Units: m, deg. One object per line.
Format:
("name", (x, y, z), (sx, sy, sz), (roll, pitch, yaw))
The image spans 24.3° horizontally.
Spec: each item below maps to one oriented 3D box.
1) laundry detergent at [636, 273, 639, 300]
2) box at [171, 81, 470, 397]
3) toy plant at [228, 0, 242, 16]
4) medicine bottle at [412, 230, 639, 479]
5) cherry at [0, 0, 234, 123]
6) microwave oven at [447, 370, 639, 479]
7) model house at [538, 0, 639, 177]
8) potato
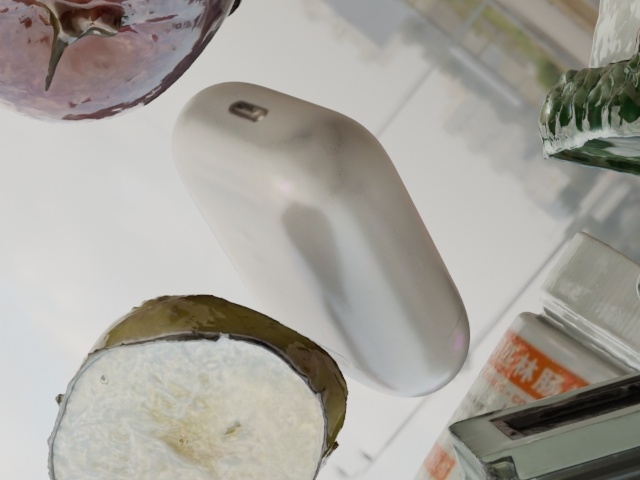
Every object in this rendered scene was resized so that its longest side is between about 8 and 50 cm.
("laundry detergent", (0.351, 0.037, 1.095), (0.215, 0.280, 0.105), (25, 133, 44))
("box", (0.001, -0.001, 1.519), (0.288, 0.141, 0.349), (23, 150, 48))
("toy plant", (-0.137, -0.310, 1.327), (0.218, 0.175, 0.235), (0, -109, -29))
("medicine bottle", (0.285, 0.193, 1.740), (0.211, 0.371, 0.211), (32, -176, -2))
("cherry", (-0.150, -0.217, 0.923), (0.221, 0.261, 0.307), (13, -127, -3))
("microwave oven", (0.185, 0.137, 0.722), (0.122, 0.208, 0.162), (-177, 72, -88))
("model house", (0.286, -0.169, 0.884), (0.271, 0.301, 0.190), (8, 170, -22))
("potato", (-0.110, 0.153, 1.376), (0.246, 0.300, 0.196), (37, -152, -11))
